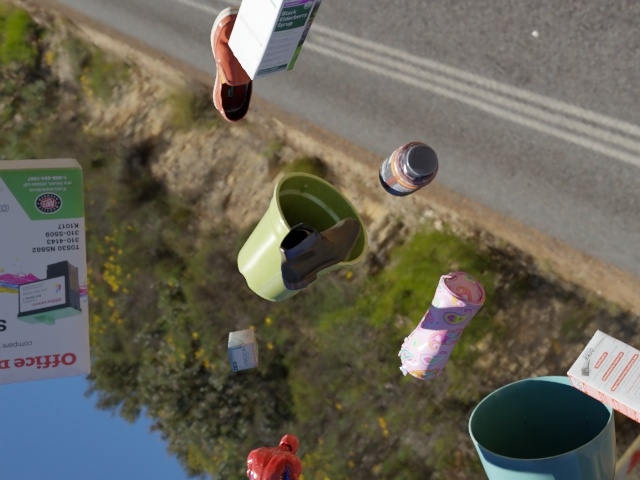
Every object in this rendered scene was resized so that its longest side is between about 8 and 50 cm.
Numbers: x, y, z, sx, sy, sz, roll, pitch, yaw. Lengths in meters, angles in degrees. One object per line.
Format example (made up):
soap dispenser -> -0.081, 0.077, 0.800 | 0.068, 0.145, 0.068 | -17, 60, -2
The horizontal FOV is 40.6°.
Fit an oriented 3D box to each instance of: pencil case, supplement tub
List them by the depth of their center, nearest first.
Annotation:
supplement tub -> 0.202, -0.162, 1.943 | 0.106, 0.106, 0.198 | 39, 170, -4
pencil case -> 0.288, 0.208, 2.083 | 0.124, 0.284, 0.124 | 16, -144, -12

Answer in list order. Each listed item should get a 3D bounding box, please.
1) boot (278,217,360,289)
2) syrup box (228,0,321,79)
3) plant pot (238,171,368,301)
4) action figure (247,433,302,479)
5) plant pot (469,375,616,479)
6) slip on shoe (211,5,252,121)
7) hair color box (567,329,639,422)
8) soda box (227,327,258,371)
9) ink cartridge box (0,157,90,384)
boot -> 0.000, 0.000, 1.782 | 0.082, 0.219, 0.106 | 27, 148, 34
syrup box -> -0.076, -0.404, 1.527 | 0.096, 0.093, 0.237 | 57, 146, 17
plant pot -> -0.067, 0.013, 2.155 | 0.276, 0.254, 0.276 | 26, -139, -25
action figure -> -0.085, 0.384, 1.140 | 0.091, 0.280, 0.139 | 3, 127, 25
plant pot -> 0.481, 0.463, 1.814 | 0.293, 0.293, 0.235 | -143, 34, -66
slip on shoe -> -0.211, -0.438, 2.175 | 0.331, 0.123, 0.101 | 102, 152, -46
hair color box -> 0.487, 0.222, 1.357 | 0.167, 0.093, 0.053 | 30, 163, 37
soda box -> -0.181, 0.254, 2.029 | 0.183, 0.063, 0.058 | -136, 35, -84
ink cartridge box -> -0.406, 0.040, 1.110 | 0.201, 0.278, 0.117 | -4, -167, -21
